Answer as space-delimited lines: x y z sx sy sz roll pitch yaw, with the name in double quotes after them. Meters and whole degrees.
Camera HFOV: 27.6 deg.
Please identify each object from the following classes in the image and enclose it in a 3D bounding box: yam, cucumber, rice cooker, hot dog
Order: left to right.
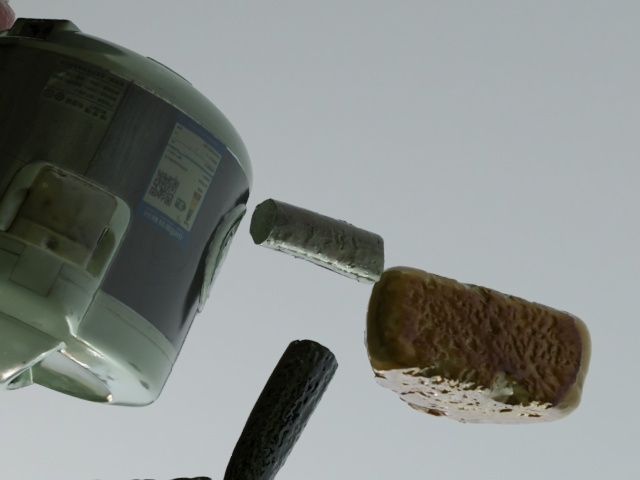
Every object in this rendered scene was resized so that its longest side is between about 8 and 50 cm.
-0.215 -0.008 1.083 0.288 0.288 0.277 -24 -140 61 "rice cooker"
-0.059 0.236 1.629 0.241 0.074 0.074 -60 -166 -28 "cucumber"
0.000 0.000 1.251 0.054 0.132 0.054 -50 -150 43 "yam"
0.160 0.120 1.443 0.153 0.256 0.150 136 -31 -69 "hot dog"

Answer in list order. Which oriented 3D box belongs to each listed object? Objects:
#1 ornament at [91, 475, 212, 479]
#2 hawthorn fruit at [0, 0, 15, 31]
-0.228 0.460 1.844 0.106 0.251 0.260 -61 139 -54 "ornament"
-0.415 -0.225 1.339 0.179 0.200 0.179 170 -90 -80 "hawthorn fruit"
